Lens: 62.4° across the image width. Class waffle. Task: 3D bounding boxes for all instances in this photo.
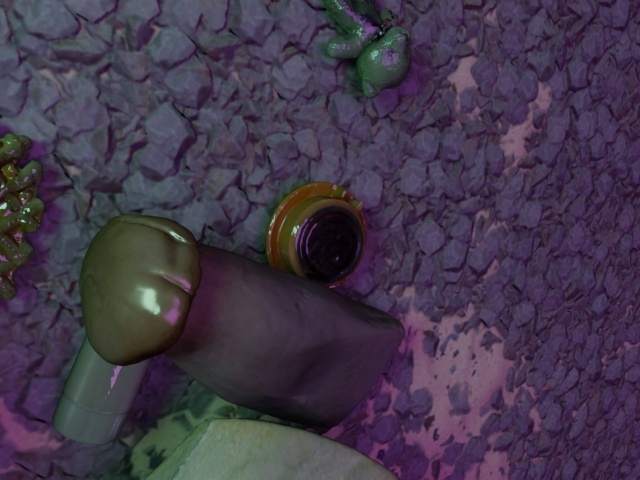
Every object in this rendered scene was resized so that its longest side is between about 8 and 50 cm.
[{"bbox_3d":[-0.338,-0.026,0.464,0.169,0.036,0.184,4,98,-32],"label":"waffle"}]

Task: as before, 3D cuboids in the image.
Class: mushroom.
[{"bbox_3d":[-0.056,0.102,0.550,0.154,0.137,0.407,-51,138,9],"label":"mushroom"}]

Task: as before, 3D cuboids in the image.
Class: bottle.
[{"bbox_3d":[-0.202,0.100,0.544,0.072,0.072,0.202,23,88,-31],"label":"bottle"}]

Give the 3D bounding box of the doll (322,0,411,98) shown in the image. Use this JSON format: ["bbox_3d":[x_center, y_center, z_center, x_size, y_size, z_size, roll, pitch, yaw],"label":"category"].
[{"bbox_3d":[0.058,-0.250,0.627,0.115,0.077,0.150,-41,106,-28],"label":"doll"}]

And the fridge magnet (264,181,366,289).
[{"bbox_3d":[0.000,0.000,0.643,0.143,0.063,0.143,-7,104,-31],"label":"fridge magnet"}]

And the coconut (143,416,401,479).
[{"bbox_3d":[-0.074,0.369,0.524,0.344,0.415,0.415,45,77,-16],"label":"coconut"}]
